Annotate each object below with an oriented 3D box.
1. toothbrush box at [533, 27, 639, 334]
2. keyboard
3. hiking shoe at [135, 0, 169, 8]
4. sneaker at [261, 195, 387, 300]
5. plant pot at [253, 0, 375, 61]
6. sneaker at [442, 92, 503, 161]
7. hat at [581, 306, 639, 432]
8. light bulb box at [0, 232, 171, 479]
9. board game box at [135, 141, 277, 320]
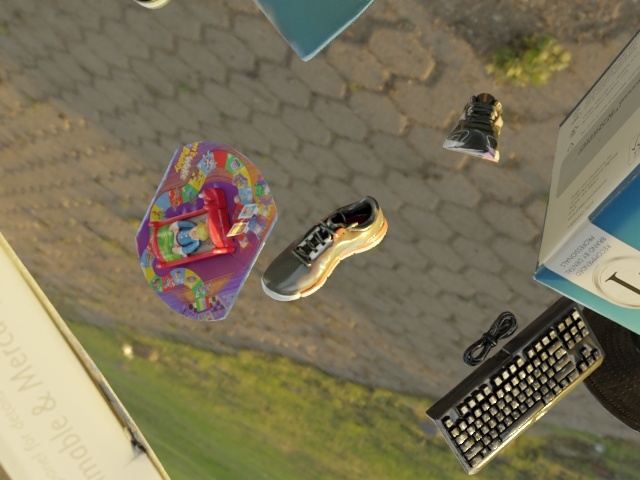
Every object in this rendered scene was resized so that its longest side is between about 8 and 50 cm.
[{"bbox_3d":[0.278,-0.016,0.411,0.295,0.126,0.216,27,137,-4],"label":"toothbrush box"},{"bbox_3d":[0.181,0.125,0.898,0.108,0.180,0.023,56,165,-12],"label":"keyboard"},{"bbox_3d":[-0.318,-0.426,1.265,0.304,0.113,0.132,32,-176,11],"label":"hiking shoe"},{"bbox_3d":[0.000,0.000,1.023,0.061,0.158,0.065,45,162,28],"label":"sneaker"},{"bbox_3d":[0.035,-0.333,1.001,0.166,0.165,0.234,49,152,-11],"label":"plant pot"},{"bbox_3d":[0.196,-0.148,1.209,0.072,0.077,0.178,13,-167,4],"label":"sneaker"},{"bbox_3d":[0.414,0.051,1.008,0.331,0.331,0.134,12,142,46],"label":"hat"},{"bbox_3d":[-0.301,0.033,0.453,0.361,0.225,0.358,-11,111,59],"label":"light bulb box"},{"bbox_3d":[-0.119,-0.010,0.892,0.133,0.169,0.033,37,-162,24],"label":"board game box"}]
